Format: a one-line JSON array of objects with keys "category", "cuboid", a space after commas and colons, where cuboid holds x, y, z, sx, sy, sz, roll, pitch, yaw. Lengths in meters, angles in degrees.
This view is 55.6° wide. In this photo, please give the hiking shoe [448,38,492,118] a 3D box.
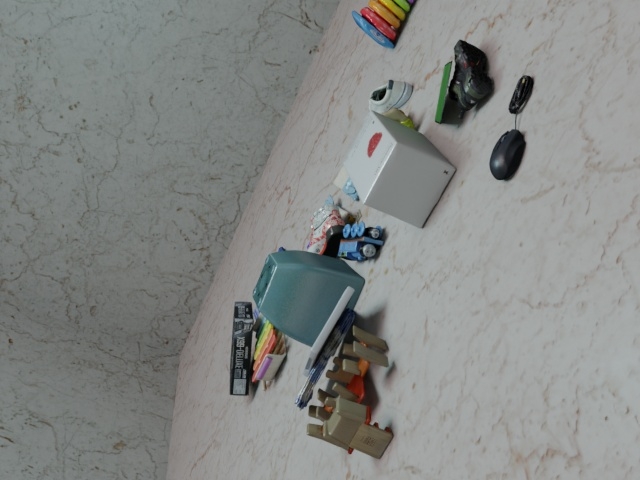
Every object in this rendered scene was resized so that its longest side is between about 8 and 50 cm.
[{"category": "hiking shoe", "cuboid": [0.348, -0.404, 1.495, 0.114, 0.086, 0.227, -52, 24, 42]}]

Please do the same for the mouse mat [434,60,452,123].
[{"category": "mouse mat", "cuboid": [0.313, -0.376, 1.551, 0.190, 0.007, 0.153, -61, -20, -75]}]

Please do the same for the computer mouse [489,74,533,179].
[{"category": "computer mouse", "cuboid": [0.393, -0.238, 1.256, 0.071, 0.041, 0.242, -25, 46, 67]}]

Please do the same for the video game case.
[{"category": "video game case", "cuboid": [0.018, 0.235, 1.556, 0.201, 0.023, 0.183, -56, -9, -31]}]

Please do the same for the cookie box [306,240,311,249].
[{"category": "cookie box", "cuboid": [-0.006, 0.013, 2.158, 0.092, 0.040, 0.107, -64, 18, 15]}]

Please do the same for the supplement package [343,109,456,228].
[{"category": "supplement package", "cuboid": [0.193, -0.193, 1.574, 0.178, 0.175, 0.293, -62, 19, 20]}]

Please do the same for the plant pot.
[{"category": "plant pot", "cuboid": [-0.058, 0.159, 1.808, 0.248, 0.252, 0.247, -68, 18, 7]}]

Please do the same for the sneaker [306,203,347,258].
[{"category": "sneaker", "cuboid": [0.001, 0.000, 2.003, 0.270, 0.090, 0.145, -57, 38, 43]}]

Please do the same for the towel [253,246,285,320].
[{"category": "towel", "cuboid": [-0.209, 0.204, 2.555, 0.336, 0.040, 0.243, -67, 17, 10]}]

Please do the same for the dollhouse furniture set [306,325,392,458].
[{"category": "dollhouse furniture set", "cuboid": [0.082, 0.380, 1.421, 0.259, 0.135, 0.262, -85, 21, -70]}]

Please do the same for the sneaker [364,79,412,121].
[{"category": "sneaker", "cuboid": [0.197, -0.454, 1.984, 0.258, 0.091, 0.094, -37, 37, 59]}]

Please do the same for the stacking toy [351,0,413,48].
[{"category": "stacking toy", "cuboid": [0.271, -0.856, 2.169, 0.302, 0.175, 0.166, -49, 30, 17]}]

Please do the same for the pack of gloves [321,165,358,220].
[{"category": "pack of gloves", "cuboid": [0.085, -0.139, 2.088, 0.195, 0.046, 0.232, -59, 26, 11]}]

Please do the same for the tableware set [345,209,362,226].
[{"category": "tableware set", "cuboid": [0.099, -0.027, 1.920, 0.104, 0.024, 0.154, -59, 21, 32]}]

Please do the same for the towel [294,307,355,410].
[{"category": "towel", "cuboid": [0.019, 0.309, 1.615, 0.285, 0.034, 0.209, -61, -7, -4]}]

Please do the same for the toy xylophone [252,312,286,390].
[{"category": "toy xylophone", "cuboid": [-0.202, 0.408, 2.241, 0.236, 0.081, 0.323, -66, 18, 14]}]

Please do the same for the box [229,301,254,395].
[{"category": "box", "cuboid": [-0.312, 0.419, 2.384, 0.242, 0.076, 0.308, -131, 46, -78]}]

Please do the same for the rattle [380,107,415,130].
[{"category": "rattle", "cuboid": [0.176, -0.301, 1.792, 0.200, 0.130, 0.143, -52, 32, 16]}]

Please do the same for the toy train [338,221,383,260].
[{"category": "toy train", "cuboid": [0.117, 0.007, 1.754, 0.184, 0.080, 0.105, 175, 105, -68]}]
